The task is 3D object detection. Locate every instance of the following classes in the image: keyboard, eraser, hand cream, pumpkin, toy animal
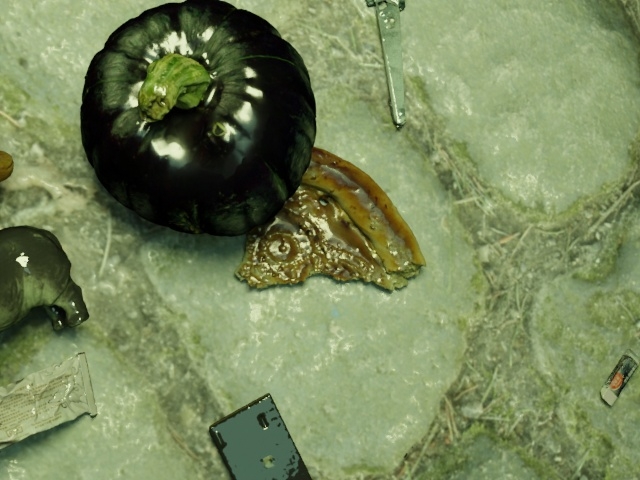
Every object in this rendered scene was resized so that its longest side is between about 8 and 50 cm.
[{"bbox_3d":[-0.037,0.366,0.874,0.106,0.027,0.317,-26,91,-13],"label":"keyboard"},{"bbox_3d":[0.478,0.217,1.033,0.027,0.019,0.099,43,76,-7],"label":"eraser"},{"bbox_3d":[-0.375,0.205,0.740,0.256,0.050,0.084,-15,87,-45],"label":"hand cream"},{"bbox_3d":[-0.148,-0.161,0.775,0.295,0.296,0.296,2,83,-15],"label":"pumpkin"},{"bbox_3d":[-0.424,0.079,0.694,0.343,0.106,0.169,-10,85,-44],"label":"toy animal"}]

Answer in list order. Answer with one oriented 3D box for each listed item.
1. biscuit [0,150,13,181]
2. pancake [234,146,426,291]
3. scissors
[{"bbox_3d":[-0.444,-0.071,0.732,0.179,0.039,0.236,-8,41,-19],"label":"biscuit"},{"bbox_3d":[0.000,0.000,0.909,0.244,0.057,0.266,-38,94,-16],"label":"pancake"},{"bbox_3d":[0.102,-0.348,0.994,0.191,0.029,0.361,-5,87,-11],"label":"scissors"}]
